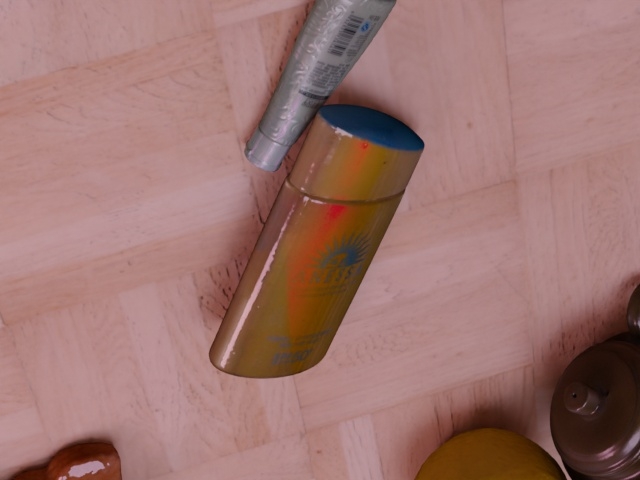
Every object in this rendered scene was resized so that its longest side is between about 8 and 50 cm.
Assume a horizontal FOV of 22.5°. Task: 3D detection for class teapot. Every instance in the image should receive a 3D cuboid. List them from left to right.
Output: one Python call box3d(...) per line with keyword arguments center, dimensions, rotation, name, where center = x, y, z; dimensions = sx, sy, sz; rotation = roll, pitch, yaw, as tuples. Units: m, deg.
box3d(center=(0.318, 0.167, 1.638), dimensions=(0.175, 0.185, 0.268), rotation=(23, 78, -39), name="teapot")

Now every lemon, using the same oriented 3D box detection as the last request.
box3d(center=(0.181, 0.290, 1.678), dimensions=(0.178, 0.203, 0.178), rotation=(0, 114, -1), name="lemon")

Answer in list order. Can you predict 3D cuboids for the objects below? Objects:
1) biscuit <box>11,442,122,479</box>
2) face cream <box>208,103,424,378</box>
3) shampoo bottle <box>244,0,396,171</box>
box3d(center=(-0.258, 0.334, 1.661), dimensions=(0.284, 0.043, 0.306), rotation=(-41, 128, 15), name="biscuit")
box3d(center=(0.000, 0.000, 1.462), dimensions=(0.139, 0.067, 0.285), rotation=(-7, 132, -42), name="face cream")
box3d(center=(-0.007, -0.141, 1.374), dimensions=(0.069, 0.041, 0.191), rotation=(5, 128, -42), name="shampoo bottle")
